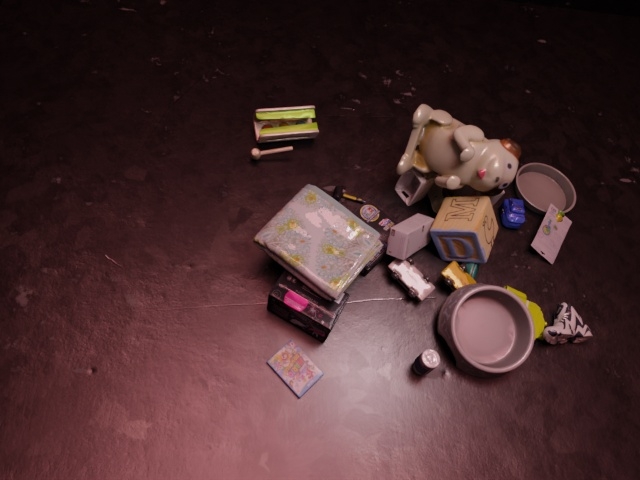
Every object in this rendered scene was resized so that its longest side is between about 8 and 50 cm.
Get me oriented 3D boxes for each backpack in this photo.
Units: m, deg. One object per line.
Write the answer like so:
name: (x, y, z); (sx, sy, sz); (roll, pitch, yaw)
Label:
backpack: (0.847, -0.119, 2.052); (0.097, 0.101, 0.120); (7, 62, 2)

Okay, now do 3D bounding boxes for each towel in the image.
towel: (0.000, 0.000, 1.663); (0.374, 0.090, 0.320); (36, 59, 11)

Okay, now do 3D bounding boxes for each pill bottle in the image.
pill bottle: (0.366, 0.428, 1.628); (0.066, 0.120, 0.067); (5, 59, -8)

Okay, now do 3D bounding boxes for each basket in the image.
basket: (0.414, -0.249, 2.014); (0.103, 0.167, 0.113); (-22, 65, -26)

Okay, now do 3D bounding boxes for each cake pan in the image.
cake pan: (1.043, -0.234, 2.180); (0.292, 0.054, 0.294); (4, 59, -7)

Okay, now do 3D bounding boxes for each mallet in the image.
mallet: (0.142, -0.173, 1.998); (0.189, 0.039, 0.063); (23, 57, -1)

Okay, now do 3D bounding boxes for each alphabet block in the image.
alphabet block: (0.578, -0.044, 1.869); (0.193, 0.192, 0.197); (4, 51, 37)

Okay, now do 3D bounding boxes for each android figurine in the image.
android figurine: (0.748, 0.296, 1.813); (0.272, 0.056, 0.248); (22, 58, 4)

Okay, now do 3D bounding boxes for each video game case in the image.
video game case: (-0.087, 0.439, 1.603); (0.166, 0.015, 0.119); (44, 62, 15)

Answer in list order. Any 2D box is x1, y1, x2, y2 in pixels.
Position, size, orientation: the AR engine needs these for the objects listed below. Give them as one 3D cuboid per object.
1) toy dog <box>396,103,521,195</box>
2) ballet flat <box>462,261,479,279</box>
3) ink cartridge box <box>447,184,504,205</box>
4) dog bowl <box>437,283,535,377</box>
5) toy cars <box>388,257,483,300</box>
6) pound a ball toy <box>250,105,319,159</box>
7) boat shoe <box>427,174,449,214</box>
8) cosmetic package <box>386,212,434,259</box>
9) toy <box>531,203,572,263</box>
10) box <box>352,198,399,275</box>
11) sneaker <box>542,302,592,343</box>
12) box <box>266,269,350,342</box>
toy dog: (0.560, -0.321, 1.826); (0.407, 0.285, 0.395); (30, 25, 22)
ballet flat: (0.631, 0.066, 1.926); (0.087, 0.083, 0.247); (18, 55, 30)
ink cartridge box: (0.653, -0.261, 2.037); (0.121, 0.211, 0.290); (-5, 62, -15)
dog bowl: (0.607, 0.321, 1.690); (0.347, 0.102, 0.350); (1, 77, -3)
toy cars: (0.450, 0.165, 1.824); (0.392, 0.087, 0.177); (8, 70, 0)
pound a ball toy: (-0.172, -0.472, 2.081); (0.318, 0.135, 0.209); (-9, 87, -15)
boat shoe: (0.530, -0.194, 2.066); (0.079, 0.084, 0.233); (34, 42, -35)
cosmetic package: (0.357, -0.018, 1.840); (0.085, 0.118, 0.231); (22, 31, 31)
toy: (0.997, -0.028, 2.039); (0.136, 0.056, 0.237); (38, 73, -10)
box: (0.188, -0.016, 1.895); (0.216, 0.060, 0.270); (42, 61, 14)
sneaker: (0.929, 0.312, 1.805); (0.234, 0.094, 0.153); (2, 53, -20)
box: (-0.046, 0.219, 1.668); (0.247, 0.142, 0.163); (29, 58, 6)
